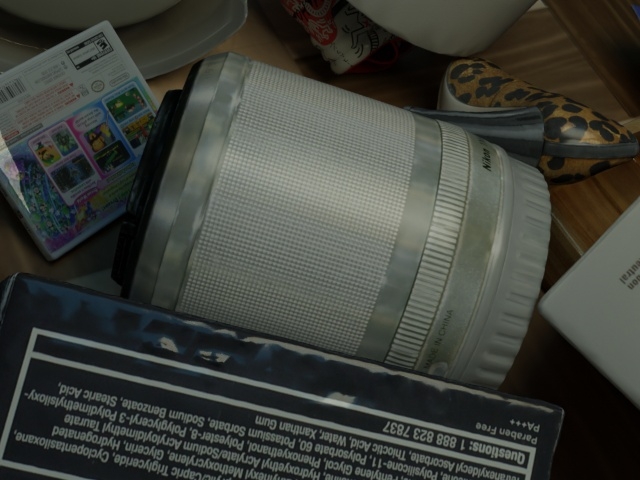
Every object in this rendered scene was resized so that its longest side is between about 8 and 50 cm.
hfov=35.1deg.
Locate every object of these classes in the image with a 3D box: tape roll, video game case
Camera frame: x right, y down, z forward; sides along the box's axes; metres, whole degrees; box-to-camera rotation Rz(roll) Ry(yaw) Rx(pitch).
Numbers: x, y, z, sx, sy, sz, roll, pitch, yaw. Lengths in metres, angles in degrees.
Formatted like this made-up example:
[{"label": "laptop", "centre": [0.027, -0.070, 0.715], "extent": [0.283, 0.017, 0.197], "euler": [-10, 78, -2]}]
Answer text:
[{"label": "tape roll", "centre": [0.090, -0.310, 0.929], "extent": [0.286, 0.100, 0.286], "euler": [23, 46, -26]}, {"label": "video game case", "centre": [-0.196, -0.083, 0.817], "extent": [0.157, 0.019, 0.143], "euler": [-39, 105, -35]}]

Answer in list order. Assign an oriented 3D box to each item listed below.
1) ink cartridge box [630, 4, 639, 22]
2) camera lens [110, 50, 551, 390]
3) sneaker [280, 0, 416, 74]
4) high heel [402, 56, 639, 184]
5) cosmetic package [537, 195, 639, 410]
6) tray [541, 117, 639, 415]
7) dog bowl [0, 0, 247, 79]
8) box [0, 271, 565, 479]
[{"label": "ink cartridge box", "centre": [0.500, -0.127, 1.043], "extent": [0.307, 0.072, 0.304], "euler": [4, 55, -37]}, {"label": "camera lens", "centre": [0.000, 0.000, 0.739], "extent": [0.274, 0.219, 0.219], "euler": [17, 53, -7]}, {"label": "sneaker", "centre": [0.058, -0.255, 1.023], "extent": [0.145, 0.090, 0.270], "euler": [55, 40, -5]}, {"label": "high heel", "centre": [0.191, -0.104, 0.894], "extent": [0.186, 0.093, 0.261], "euler": [9, 19, 18]}, {"label": "cosmetic package", "centre": [0.382, 0.129, 0.672], "extent": [0.453, 0.161, 0.230], "euler": [45, 23, 14]}, {"label": "tray", "centre": [0.347, 0.082, 0.892], "extent": [0.202, 0.076, 0.411], "euler": [-21, 65, -29]}, {"label": "dog bowl", "centre": [-0.194, -0.294, 0.811], "extent": [0.348, 0.349, 0.102], "euler": [2, 44, -17]}, {"label": "box", "centre": [-0.059, 0.202, 0.554], "extent": [0.296, 0.183, 0.294], "euler": [15, 77, -8]}]
